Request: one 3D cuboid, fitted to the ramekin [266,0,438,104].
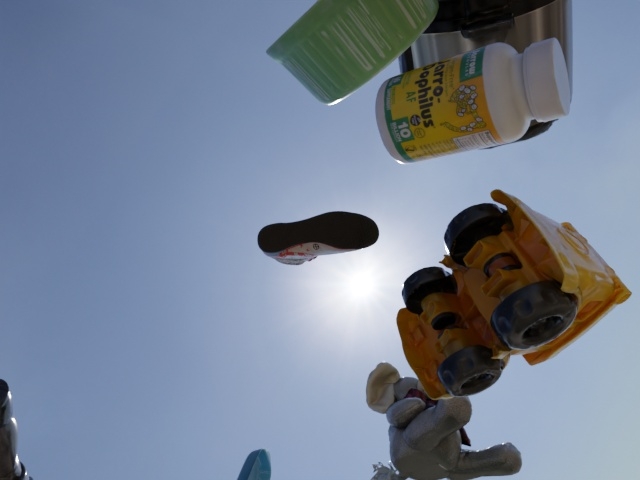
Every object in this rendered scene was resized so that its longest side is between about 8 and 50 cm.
[{"bbox_3d":[0.062,-0.386,0.898,0.303,0.303,0.148,-45,-71,-5],"label":"ramekin"}]

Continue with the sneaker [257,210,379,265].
[{"bbox_3d":[-0.001,-0.001,1.155,0.270,0.090,0.145,-6,-13,5],"label":"sneaker"}]

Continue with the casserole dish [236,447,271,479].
[{"bbox_3d":[-0.157,0.551,1.106,0.037,0.188,0.114,-1,-60,17],"label":"casserole dish"}]

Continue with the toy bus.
[{"bbox_3d":[0.225,0.075,0.570,0.211,0.149,0.220,12,-52,-29],"label":"toy bus"}]

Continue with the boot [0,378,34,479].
[{"bbox_3d":[-0.524,0.282,0.706,0.118,0.338,0.222,-30,-57,-46],"label":"boot"}]

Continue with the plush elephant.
[{"bbox_3d":[0.242,0.395,1.130,0.272,0.255,0.330,40,-60,-20],"label":"plush elephant"}]

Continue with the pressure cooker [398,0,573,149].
[{"bbox_3d":[0.366,-0.464,1.124,0.375,0.370,0.420,-32,-54,-18],"label":"pressure cooker"}]

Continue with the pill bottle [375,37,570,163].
[{"bbox_3d":[0.183,-0.169,0.612,0.118,0.208,0.117,11,-104,-52],"label":"pill bottle"}]
